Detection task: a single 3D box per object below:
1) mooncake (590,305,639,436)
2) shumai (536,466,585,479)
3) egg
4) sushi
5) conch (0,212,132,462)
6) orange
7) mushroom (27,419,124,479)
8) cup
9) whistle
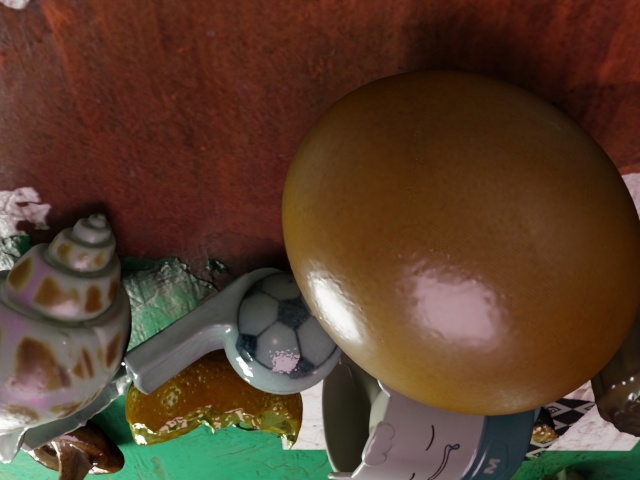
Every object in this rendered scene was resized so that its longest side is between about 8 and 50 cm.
[{"bbox_3d":[0.485,0.152,1.006,0.290,0.161,0.290,1,147,0],"label":"mooncake"},{"bbox_3d":[0.466,0.615,1.573,0.395,0.395,0.348,3,123,-3],"label":"shumai"},{"bbox_3d":[0.124,0.004,0.695,0.351,0.283,0.282,31,135,-32],"label":"egg"},{"bbox_3d":[0.313,0.353,1.385,0.264,0.050,0.290,7,144,-9],"label":"sushi"},{"bbox_3d":[-0.329,0.127,0.952,0.368,0.197,0.249,-32,155,33],"label":"conch"},{"bbox_3d":[-0.142,0.202,1.080,0.237,0.158,0.179,3,165,-6],"label":"orange"},{"bbox_3d":[-0.428,0.422,1.341,0.148,0.217,0.227,-9,143,14],"label":"mushroom"},{"bbox_3d":[0.153,0.196,1.050,0.257,0.219,0.290,14,110,-20],"label":"cup"},{"bbox_3d":[-0.073,0.128,0.950,0.289,0.163,0.163,-34,148,-17],"label":"whistle"}]
